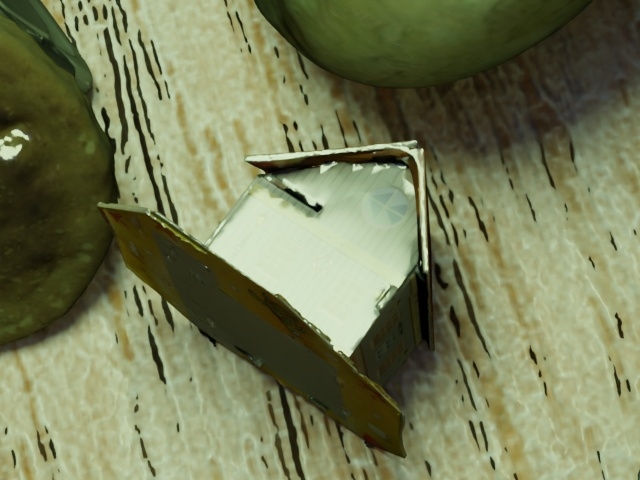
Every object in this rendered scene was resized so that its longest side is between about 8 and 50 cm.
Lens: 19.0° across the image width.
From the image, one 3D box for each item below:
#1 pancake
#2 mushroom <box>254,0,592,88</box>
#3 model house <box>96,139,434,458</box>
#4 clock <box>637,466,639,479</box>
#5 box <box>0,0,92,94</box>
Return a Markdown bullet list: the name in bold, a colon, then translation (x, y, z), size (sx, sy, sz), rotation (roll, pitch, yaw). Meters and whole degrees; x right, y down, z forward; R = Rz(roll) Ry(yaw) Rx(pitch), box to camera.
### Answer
- **pancake**: translation (-0.235, -0.029, 1.121), size (0.242, 0.242, 0.050), rotation (-9, 33, 6)
- **mushroom**: translation (0.065, -0.254, 1.087), size (0.260, 0.352, 0.352), rotation (27, 76, -22)
- **model house**: translation (0.000, 0.000, 1.075), size (0.207, 0.219, 0.136), rotation (33, 75, 16)
- **clock**: translation (0.314, 0.164, 1.055), size (0.281, 0.055, 0.280), rotation (-2, 73, 8)
- **box**: translation (-0.257, -0.164, 1.197), size (0.130, 0.162, 0.227), rotation (-39, 71, 7)
